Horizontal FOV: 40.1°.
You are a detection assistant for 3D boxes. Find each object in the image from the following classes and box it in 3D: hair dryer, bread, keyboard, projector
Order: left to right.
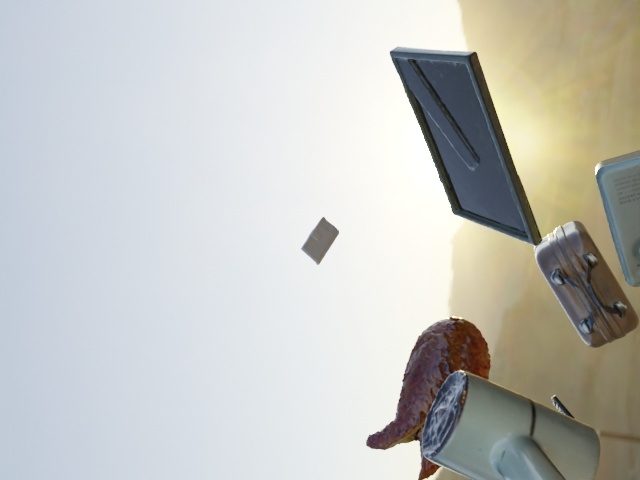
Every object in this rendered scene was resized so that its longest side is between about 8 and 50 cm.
[{"bbox_3d":[0.188,0.247,1.415,0.268,0.139,0.095,-59,-19,-21],"label":"bread"},{"bbox_3d":[0.249,0.277,1.024,0.362,0.203,0.128,-107,42,-83],"label":"hair dryer"},{"bbox_3d":[0.420,0.294,1.525,0.053,0.010,0.155,51,-177,19],"label":"keyboard"},{"bbox_3d":[0.548,-0.059,1.269,0.099,0.257,0.191,-43,-65,-68],"label":"projector"}]

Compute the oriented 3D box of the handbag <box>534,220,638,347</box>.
[{"bbox_3d":[0.643,0.113,2.120,0.301,0.149,0.283,61,-167,-1],"label":"handbag"}]

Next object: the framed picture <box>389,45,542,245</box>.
[{"bbox_3d":[0.236,-0.160,1.445,0.247,0.022,0.335,29,148,63],"label":"framed picture"}]

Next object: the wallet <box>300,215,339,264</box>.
[{"bbox_3d":[0.000,0.000,1.475,0.011,0.044,0.083,-30,22,50],"label":"wallet"}]
